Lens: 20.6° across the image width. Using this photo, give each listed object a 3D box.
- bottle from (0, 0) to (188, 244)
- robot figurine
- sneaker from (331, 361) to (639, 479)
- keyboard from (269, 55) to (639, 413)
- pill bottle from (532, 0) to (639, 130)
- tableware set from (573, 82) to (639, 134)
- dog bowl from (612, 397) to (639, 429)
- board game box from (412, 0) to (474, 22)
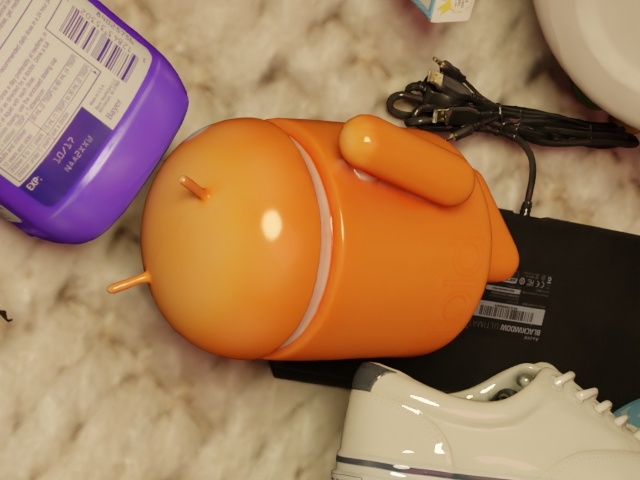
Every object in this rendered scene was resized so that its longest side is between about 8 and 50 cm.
[{"bbox_3d":[-0.200,-0.116,0.866,0.283,0.092,0.118,38,74,-25],"label":"bottle"},{"bbox_3d":[0.001,-0.002,0.918,0.219,0.158,0.128,1,94,-38],"label":"robot figurine"},{"bbox_3d":[0.132,0.114,0.970,0.258,0.094,0.091,7,87,-23],"label":"sneaker"},{"bbox_3d":[0.116,0.003,1.077,0.317,0.033,0.202,10,97,-29],"label":"keyboard"},{"bbox_3d":[0.267,-0.206,1.021,0.323,0.181,0.181,-46,115,-38],"label":"pill bottle"},{"bbox_3d":[0.229,-0.128,1.128,0.104,0.024,0.154,42,77,-21],"label":"tableware set"},{"bbox_3d":[0.208,0.233,1.111,0.166,0.074,0.297,17,91,-29],"label":"dog bowl"},{"bbox_3d":[0.065,-0.210,0.951,0.026,0.103,0.154,-6,130,-28],"label":"board game box"}]
